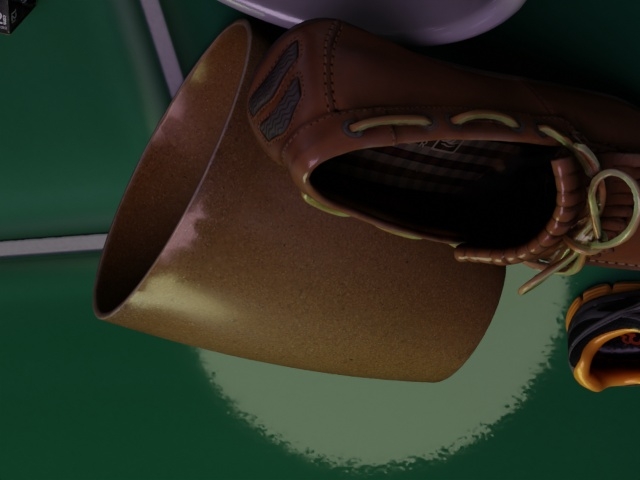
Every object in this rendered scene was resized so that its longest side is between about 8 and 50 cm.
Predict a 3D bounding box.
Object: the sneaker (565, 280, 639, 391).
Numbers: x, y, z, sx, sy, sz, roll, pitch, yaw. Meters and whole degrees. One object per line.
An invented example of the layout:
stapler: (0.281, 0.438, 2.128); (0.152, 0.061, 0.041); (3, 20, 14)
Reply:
sneaker: (0.280, 0.066, 1.322); (0.214, 0.083, 0.084); (-18, 113, 27)

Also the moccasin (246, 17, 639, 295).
moccasin: (0.132, -0.038, 1.193); (0.380, 0.147, 0.139); (19, 127, -37)

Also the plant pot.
plant pot: (0.000, 0.000, 1.308); (0.254, 0.237, 0.237); (26, 128, -16)

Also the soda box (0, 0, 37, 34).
soda box: (-0.304, -0.206, 1.367); (0.168, 0.053, 0.060); (11, 124, 12)

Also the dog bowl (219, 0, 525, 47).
dog bowl: (-0.001, -0.241, 1.103); (0.348, 0.102, 0.349); (17, 158, 7)
